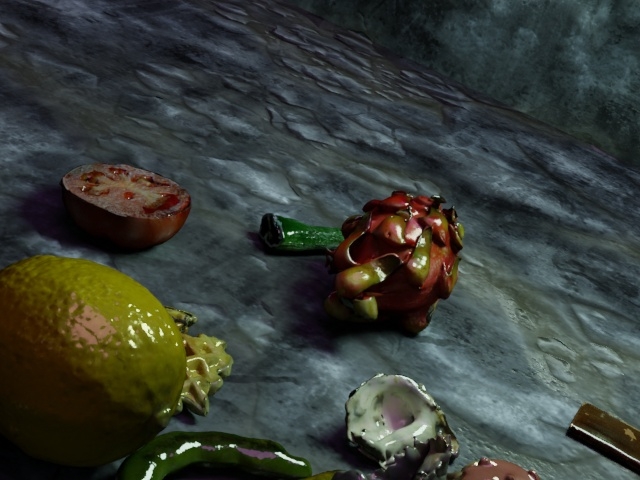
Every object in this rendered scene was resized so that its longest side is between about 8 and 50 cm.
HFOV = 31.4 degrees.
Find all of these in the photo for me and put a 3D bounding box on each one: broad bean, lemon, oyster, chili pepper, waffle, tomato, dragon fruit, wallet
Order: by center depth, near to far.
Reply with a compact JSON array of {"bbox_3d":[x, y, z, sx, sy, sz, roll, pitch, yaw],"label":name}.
[{"bbox_3d":[-0.307,0.141,1.385,0.320,0.245,0.245,28,27,22],"label":"lemon"},{"bbox_3d":[-0.149,0.293,1.432,0.292,0.049,0.144,-12,47,-45],"label":"broad bean"},{"bbox_3d":[-0.253,0.155,1.616,0.261,0.056,0.250,19,26,-7],"label":"waffle"},{"bbox_3d":[0.116,0.272,1.646,0.191,0.081,0.163,35,50,-2],"label":"oyster"},{"bbox_3d":[0.489,0.328,1.836,0.176,0.026,0.095,27,32,16],"label":"wallet"},{"bbox_3d":[-0.335,-0.056,1.934,0.225,0.085,0.225,13,26,-6],"label":"tomato"},{"bbox_3d":[0.115,0.033,1.935,0.228,0.243,0.307,-10,-16,34],"label":"dragon fruit"},{"bbox_3d":[0.000,0.000,2.106,0.227,0.059,0.088,9,32,-32],"label":"chili pepper"}]

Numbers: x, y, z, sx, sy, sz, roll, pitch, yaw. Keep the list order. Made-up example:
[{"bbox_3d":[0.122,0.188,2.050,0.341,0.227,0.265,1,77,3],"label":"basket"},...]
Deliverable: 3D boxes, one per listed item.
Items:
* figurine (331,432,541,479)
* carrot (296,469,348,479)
[{"bbox_3d":[0.179,0.347,1.430,0.387,0.206,0.166,9,-11,-35],"label":"figurine"},{"bbox_3d":[-0.023,0.334,1.399,0.173,0.082,0.082,-9,38,-38],"label":"carrot"}]
